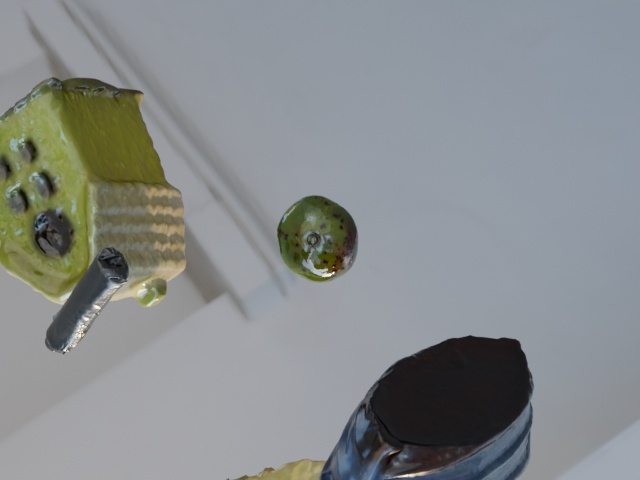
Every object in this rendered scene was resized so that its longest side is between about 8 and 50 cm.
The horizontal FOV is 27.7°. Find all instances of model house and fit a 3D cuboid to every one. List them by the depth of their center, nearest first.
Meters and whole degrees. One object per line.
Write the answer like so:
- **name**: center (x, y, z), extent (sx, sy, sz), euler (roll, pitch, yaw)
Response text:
- **model house**: center (-0.248, -0.038, 1.407), extent (0.234, 0.174, 0.193), euler (58, -160, 12)

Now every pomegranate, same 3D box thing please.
- **pomegranate**: center (0.002, 0.003, 1.083), extent (0.073, 0.073, 0.084), euler (50, -172, 37)

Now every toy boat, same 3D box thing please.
- **toy boat**: center (0.085, 0.167, 1.000), extent (0.129, 0.309, 0.142), euler (27, 115, 21)

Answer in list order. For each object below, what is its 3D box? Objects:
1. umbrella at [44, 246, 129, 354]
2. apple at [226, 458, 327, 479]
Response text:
- **umbrella**: center (-0.198, 0.055, 1.091), extent (0.031, 0.133, 0.036), euler (27, -136, -17)
- **apple**: center (0.008, 0.391, 1.347), extent (0.252, 0.309, 0.314), euler (-30, -77, -70)
